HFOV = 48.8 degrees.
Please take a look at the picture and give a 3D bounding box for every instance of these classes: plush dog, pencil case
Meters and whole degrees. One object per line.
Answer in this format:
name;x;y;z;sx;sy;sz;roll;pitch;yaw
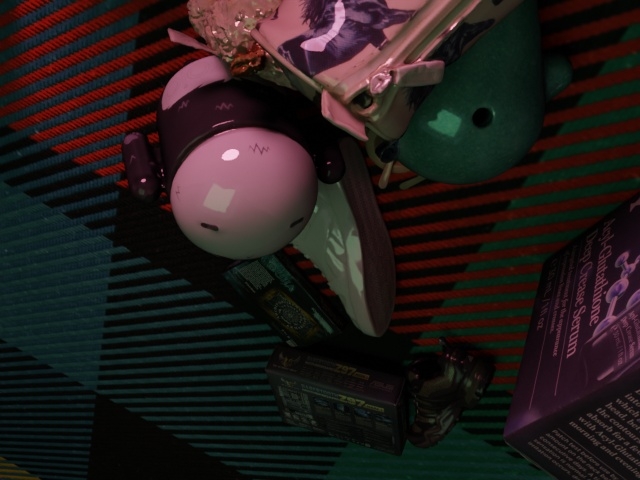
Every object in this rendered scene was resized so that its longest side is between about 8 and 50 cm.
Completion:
plush dog;-0.021;-0.278;0.720;0.262;0.210;0.226;26;109;5
pencil case;0.130;-0.257;0.542;0.410;0.184;0.159;-46;133;16

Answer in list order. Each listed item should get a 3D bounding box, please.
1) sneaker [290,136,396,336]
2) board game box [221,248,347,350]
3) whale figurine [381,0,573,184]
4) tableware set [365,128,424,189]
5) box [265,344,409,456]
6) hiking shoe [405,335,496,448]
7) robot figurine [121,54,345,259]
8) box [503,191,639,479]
sneaker;0.000;0.000;0.988;0.169;0.108;0.293;-1;116;31
board game box;-0.059;0.094;1.144;0.126;0.026;0.186;-26;112;40
whale figurine;0.155;-0.183;0.683;0.216;0.141;0.272;14;112;-10
tableware set;0.128;-0.135;0.843;0.194;0.039;0.128;-26;112;40
box;0.033;0.275;1.208;0.232;0.059;0.183;10;141;19
hiking shoe;0.180;0.238;1.113;0.114;0.086;0.227;39;130;12
robot figurine;-0.102;-0.104;0.831;0.209;0.278;0.173;-34;136;15
box;0.408;0.075;0.693;0.212;0.294;0.395;37;134;-5
